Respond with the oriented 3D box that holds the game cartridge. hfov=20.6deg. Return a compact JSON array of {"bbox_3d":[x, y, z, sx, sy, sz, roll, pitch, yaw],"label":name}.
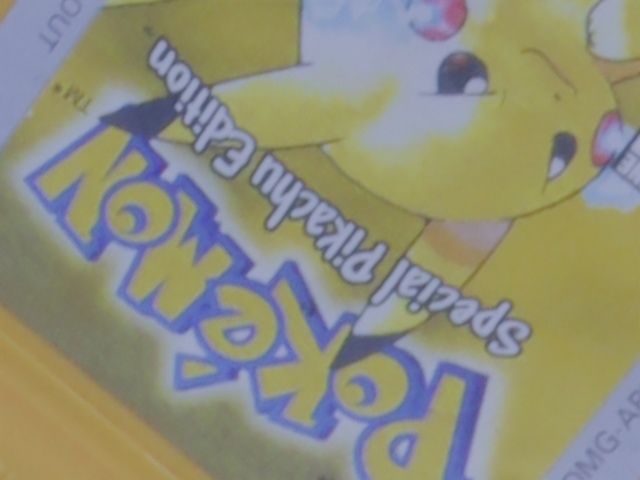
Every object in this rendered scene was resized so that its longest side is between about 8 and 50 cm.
[{"bbox_3d":[0.000,0.000,0.479,0.323,0.285,0.053,-53,-7,8],"label":"game cartridge"}]
